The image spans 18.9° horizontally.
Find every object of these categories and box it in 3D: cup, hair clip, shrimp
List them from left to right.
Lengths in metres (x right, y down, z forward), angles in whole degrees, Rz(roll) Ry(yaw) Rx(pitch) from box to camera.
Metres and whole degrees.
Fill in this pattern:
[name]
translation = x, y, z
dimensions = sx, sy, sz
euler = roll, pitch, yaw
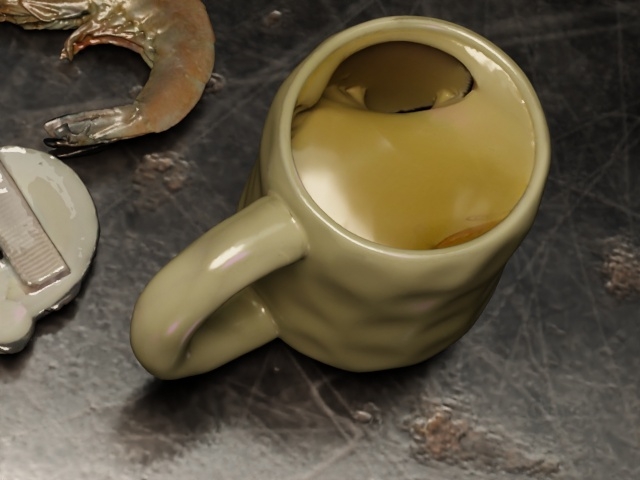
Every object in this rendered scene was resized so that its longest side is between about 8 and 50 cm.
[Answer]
[hair clip]
translation = -0.204, -0.015, 1.229
dimensions = 0.116, 0.049, 0.172
euler = -30, 78, -15
[shrimp]
translation = -0.181, -0.127, 1.281
dimensions = 0.219, 0.046, 0.152
euler = 10, 63, -6
[cup]
translation = 0.018, 0.009, 1.169
dimensions = 0.173, 0.202, 0.255
euler = 32, 65, 5
